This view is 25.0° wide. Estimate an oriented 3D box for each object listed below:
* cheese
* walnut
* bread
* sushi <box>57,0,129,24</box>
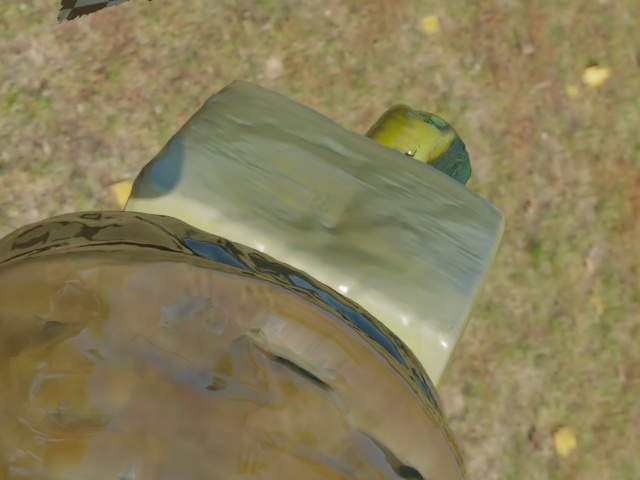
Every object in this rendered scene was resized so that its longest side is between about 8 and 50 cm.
[{"bbox_3d":[0.000,0.000,1.138,0.265,0.124,0.242,27,32,3],"label":"cheese"},{"bbox_3d":[-0.060,0.101,0.615,0.225,0.261,0.225,-167,-90,-87],"label":"walnut"},{"bbox_3d":[0.023,0.012,1.654,0.383,0.112,0.166,-55,144,-3],"label":"bread"},{"bbox_3d":[-0.110,-0.281,1.370,0.192,0.280,0.043,-86,153,-44],"label":"sushi"}]
